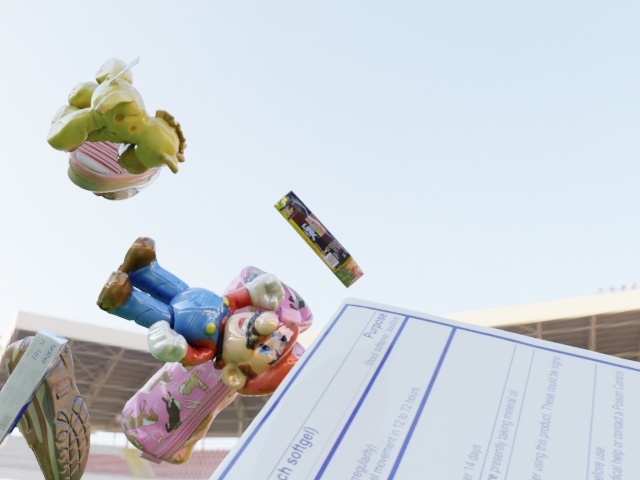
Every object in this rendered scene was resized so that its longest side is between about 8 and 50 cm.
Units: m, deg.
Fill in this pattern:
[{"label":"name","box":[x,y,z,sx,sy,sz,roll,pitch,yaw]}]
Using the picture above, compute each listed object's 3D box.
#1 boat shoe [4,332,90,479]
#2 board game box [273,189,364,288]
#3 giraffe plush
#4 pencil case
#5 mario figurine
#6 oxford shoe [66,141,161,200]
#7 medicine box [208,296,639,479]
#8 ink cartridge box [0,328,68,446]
[{"label":"boat shoe","box":[-0.562,0.348,1.366,0.120,0.324,0.122,-7,4,16]},{"label":"board game box","box":[0.000,0.000,1.224,0.048,0.170,0.141,-42,-20,0]},{"label":"giraffe plush","box":[-0.298,-0.179,1.061,0.210,0.181,0.170,-15,-46,35]},{"label":"pencil case","box":[-0.188,0.225,1.193,0.386,0.160,0.167,-48,-15,12]},{"label":"mario figurine","box":[-0.151,0.106,0.989,0.320,0.198,0.170,31,-14,-10]},{"label":"oxford shoe","box":[-0.395,-0.128,1.312,0.140,0.397,0.146,36,-77,-2]},{"label":"medicine box","box":[0.093,0.177,0.327,0.289,0.263,0.149,11,-62,20]},{"label":"ink cartridge box","box":[-0.506,0.253,1.128,0.046,0.207,0.097,31,-11,-9]}]
